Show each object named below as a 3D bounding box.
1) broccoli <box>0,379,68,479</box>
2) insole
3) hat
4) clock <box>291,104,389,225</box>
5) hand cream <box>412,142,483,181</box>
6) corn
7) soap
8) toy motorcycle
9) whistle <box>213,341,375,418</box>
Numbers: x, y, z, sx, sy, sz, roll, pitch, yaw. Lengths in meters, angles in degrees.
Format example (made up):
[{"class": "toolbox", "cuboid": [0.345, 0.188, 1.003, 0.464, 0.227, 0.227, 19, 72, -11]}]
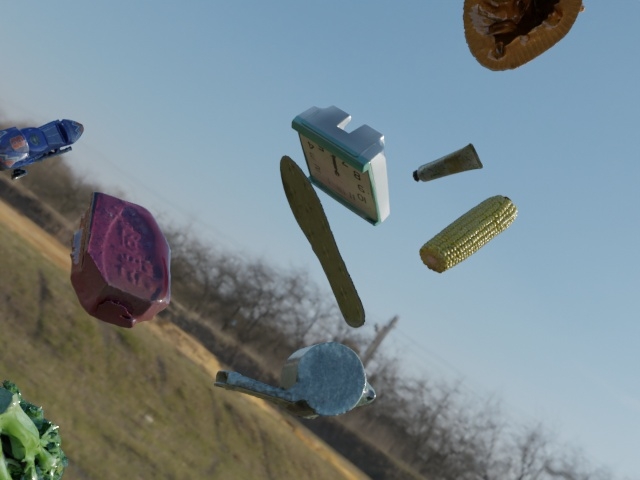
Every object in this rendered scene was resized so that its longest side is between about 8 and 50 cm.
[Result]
[{"class": "broccoli", "cuboid": [-0.482, 0.291, 1.158, 0.307, 0.308, 0.275, 35, -52, 18]}, {"class": "insole", "cuboid": [0.000, 0.000, 1.494, 0.322, 0.007, 0.109, 66, -28, 7]}, {"class": "hat", "cuboid": [0.437, -0.451, 1.791, 0.233, 0.244, 0.233, 14, 10, 28]}, {"class": "clock", "cuboid": [0.068, -0.193, 2.173, 0.262, 0.116, 0.231, 37, -24, 35]}, {"class": "hand cream", "cuboid": [0.302, -0.179, 2.122, 0.194, 0.042, 0.067, -17, -79, 47]}, {"class": "corn", "cuboid": [0.312, -0.017, 1.827, 0.081, 0.248, 0.081, 40, -31, 30]}, {"class": "soap", "cuboid": [-0.458, 0.050, 2.009, 0.220, 0.127, 0.325, 19, 40, -23]}, {"class": "toy motorcycle", "cuboid": [-0.471, -0.145, 1.380, 0.205, 0.114, 0.076, -31, 99, -58]}, {"class": "whistle", "cuboid": [-0.063, 0.378, 2.255, 0.168, 0.404, 0.188, 148, -71, -69]}]
